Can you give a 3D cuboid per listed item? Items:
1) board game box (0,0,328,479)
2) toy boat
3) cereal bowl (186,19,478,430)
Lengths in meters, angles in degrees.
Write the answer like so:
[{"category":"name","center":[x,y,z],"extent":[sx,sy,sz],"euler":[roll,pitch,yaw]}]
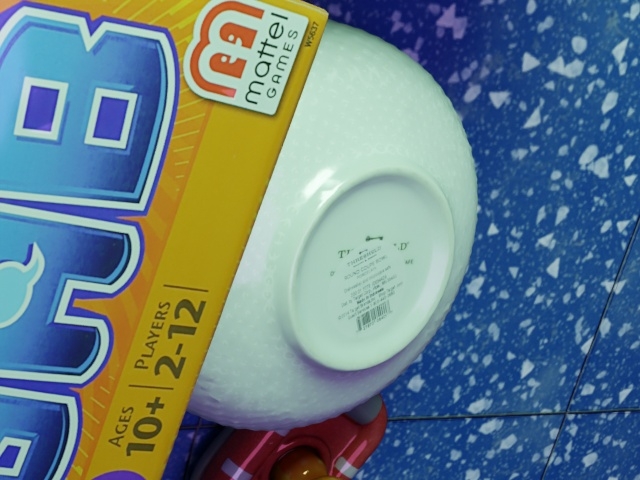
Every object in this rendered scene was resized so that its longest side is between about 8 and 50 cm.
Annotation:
[{"category":"board game box","center":[-0.279,-0.051,0.635],"extent":[0.356,0.356,0.356],"euler":[10,107,-35]},{"category":"toy boat","center":[-0.017,0.235,1.069],"extent":[0.231,0.151,0.151],"euler":[-51,128,1]},{"category":"cereal bowl","center":[0.000,0.000,0.852],"extent":[0.339,0.141,0.339],"euler":[-15,115,-35]}]
